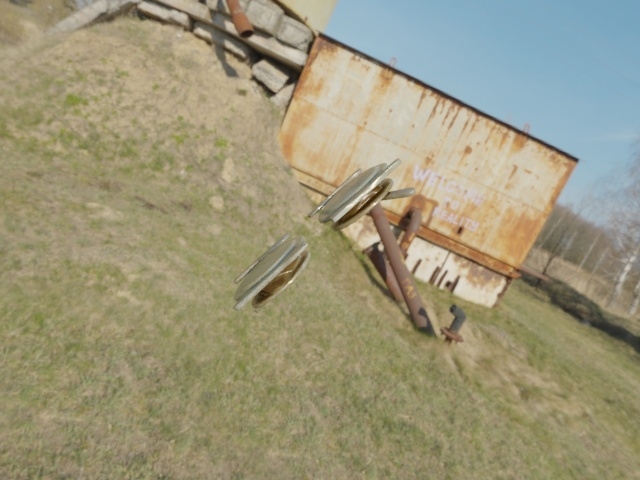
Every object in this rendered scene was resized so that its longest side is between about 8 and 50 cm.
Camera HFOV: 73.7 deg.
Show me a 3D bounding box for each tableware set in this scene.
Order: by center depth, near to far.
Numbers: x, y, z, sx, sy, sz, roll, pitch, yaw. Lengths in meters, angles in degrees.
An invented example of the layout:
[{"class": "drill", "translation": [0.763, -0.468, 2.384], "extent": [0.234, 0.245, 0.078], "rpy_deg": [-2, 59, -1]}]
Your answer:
[{"class": "tableware set", "translation": [0.000, 0.000, 0.412], "extent": [0.039, 0.194, 0.128], "rpy_deg": [49, -5, -12]}]
